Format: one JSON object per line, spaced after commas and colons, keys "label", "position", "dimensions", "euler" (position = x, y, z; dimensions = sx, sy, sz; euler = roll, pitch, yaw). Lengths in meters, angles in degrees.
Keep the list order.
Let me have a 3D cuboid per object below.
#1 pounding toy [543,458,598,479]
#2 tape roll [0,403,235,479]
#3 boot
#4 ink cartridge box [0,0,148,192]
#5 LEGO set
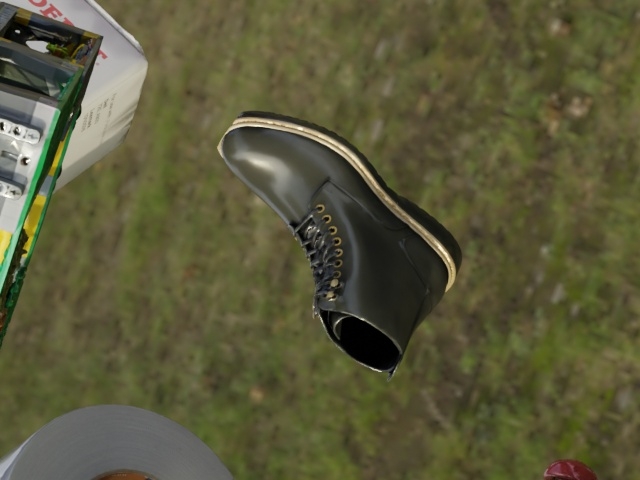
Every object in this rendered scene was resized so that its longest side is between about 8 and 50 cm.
{"label": "pounding toy", "position": [0.253, 0.250, 1.524], "dimensions": [0.110, 0.183, 0.237], "euler": [-64, 10, -23]}
{"label": "tape roll", "position": [-0.154, 0.235, 1.293], "dimensions": [0.072, 0.219, 0.219], "euler": [-35, 39, 45]}
{"label": "boot", "position": [0.000, 0.000, 1.229], "dimensions": [0.077, 0.198, 0.137], "euler": [-58, 1, 40]}
{"label": "ink cartridge box", "position": [-0.291, -0.092, 1.229], "dimensions": [0.278, 0.201, 0.117], "euler": [-40, -13, -32]}
{"label": "LEGO set", "position": [-0.226, -0.024, 0.796], "dimensions": [0.331, 0.192, 0.255], "euler": [-87, 18, -66]}
